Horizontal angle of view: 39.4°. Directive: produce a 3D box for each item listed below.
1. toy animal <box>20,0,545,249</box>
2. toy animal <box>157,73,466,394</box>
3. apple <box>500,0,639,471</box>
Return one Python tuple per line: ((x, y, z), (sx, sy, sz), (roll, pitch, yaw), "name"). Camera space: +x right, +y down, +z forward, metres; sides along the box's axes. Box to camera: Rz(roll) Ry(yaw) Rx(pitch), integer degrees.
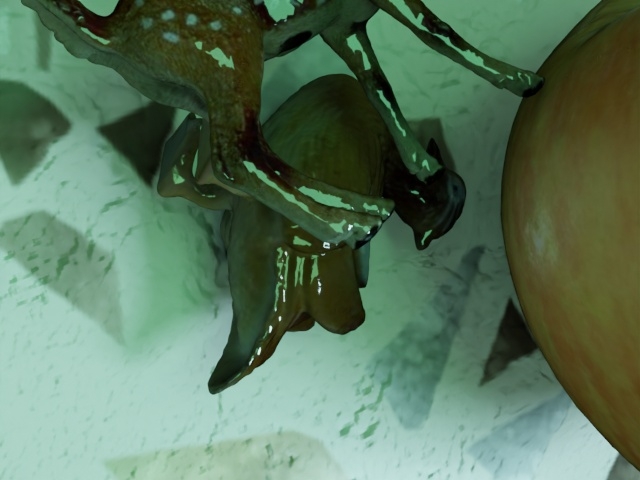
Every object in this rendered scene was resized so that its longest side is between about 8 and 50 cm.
((-0.016, -0.137, 0.422), (0.260, 0.087, 0.243), (49, 43, 3), "toy animal")
((0.000, 0.000, 0.484), (0.179, 0.089, 0.188), (21, 76, -30), "toy animal")
((0.290, -0.015, 0.465), (0.391, 0.391, 0.346), (-34, 102, -28), "apple")
